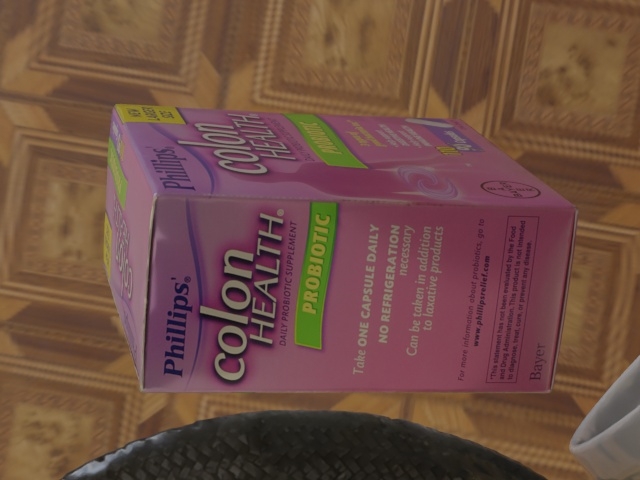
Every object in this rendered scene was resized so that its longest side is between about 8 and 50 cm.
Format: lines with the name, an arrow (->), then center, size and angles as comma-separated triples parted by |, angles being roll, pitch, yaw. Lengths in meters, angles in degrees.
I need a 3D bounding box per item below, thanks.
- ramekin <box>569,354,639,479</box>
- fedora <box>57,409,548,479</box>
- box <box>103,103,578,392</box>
ramekin -> 0.218, 0.058, 0.672 | 0.207, 0.207, 0.109 | -45, 84, 3
fedora -> -0.019, 0.189, 0.606 | 0.334, 0.152, 0.334 | 0, 112, 0
box -> 0.000, 0.000, 0.949 | 0.243, 0.213, 0.117 | 1, 108, -13
